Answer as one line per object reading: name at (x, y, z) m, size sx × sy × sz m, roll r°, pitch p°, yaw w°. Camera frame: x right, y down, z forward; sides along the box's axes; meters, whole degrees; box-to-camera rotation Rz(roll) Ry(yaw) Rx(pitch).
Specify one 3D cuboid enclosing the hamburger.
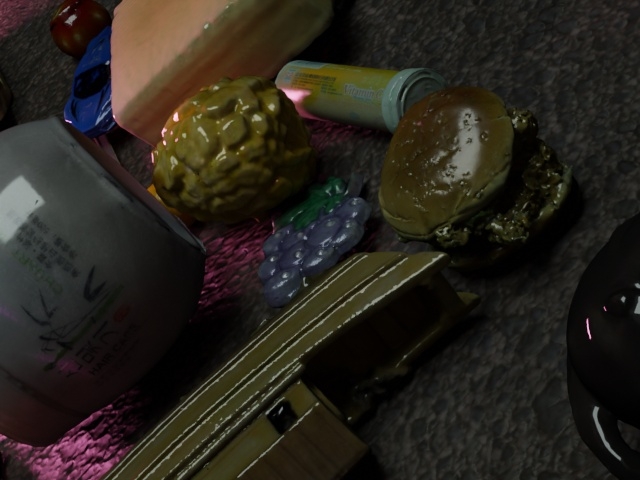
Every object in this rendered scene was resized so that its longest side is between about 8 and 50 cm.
hamburger at (0.131, -0.047, 1.301) m, size 0.159 × 0.131 × 0.185 m, roll -43°, pitch 39°, yaw 7°

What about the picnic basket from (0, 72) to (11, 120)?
picnic basket at (-0.579, -0.204, 2.122) m, size 0.228 × 0.175 × 0.313 m, roll -41°, pitch 31°, yaw 4°

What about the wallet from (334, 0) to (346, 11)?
wallet at (0.009, -0.363, 1.817) m, size 0.160 × 0.055 × 0.236 m, roll -6°, pitch 50°, yaw 49°

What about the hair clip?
hair clip at (0.000, 0.002, 1.461) m, size 0.124 × 0.052 × 0.195 m, roll -22°, pitch 32°, yaw 18°

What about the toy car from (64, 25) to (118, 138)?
toy car at (-0.270, -0.207, 1.900) m, size 0.103 × 0.063 × 0.216 m, roll -22°, pitch 34°, yaw 27°

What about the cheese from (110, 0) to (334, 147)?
cheese at (-0.118, -0.260, 1.736) m, size 0.265 × 0.124 × 0.242 m, roll -40°, pitch 32°, yaw 26°

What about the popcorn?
popcorn at (-0.090, -0.091, 1.541) m, size 0.180 × 0.170 × 0.180 m, roll 5°, pitch 29°, yaw -3°

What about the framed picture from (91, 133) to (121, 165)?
framed picture at (-0.307, -0.022, 1.799) m, size 0.197 × 0.014 × 0.252 m, roll -41°, pitch 35°, yaw 4°

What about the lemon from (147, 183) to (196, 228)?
lemon at (-0.164, -0.036, 1.636) m, size 0.083 × 0.062 × 0.062 m, roll -23°, pitch 40°, yaw 32°

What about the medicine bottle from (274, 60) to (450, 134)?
medicine bottle at (0.039, -0.148, 1.550) m, size 0.218 × 0.074 × 0.074 m, roll 16°, pitch 65°, yaw 53°

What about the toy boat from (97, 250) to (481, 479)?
toy boat at (-0.052, 0.173, 1.255) m, size 0.445 × 0.136 × 0.162 m, roll -44°, pitch 40°, yaw -3°

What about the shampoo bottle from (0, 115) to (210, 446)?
shampoo bottle at (-0.271, 0.041, 1.478) m, size 0.266 × 0.273 × 0.273 m, roll -49°, pitch 35°, yaw 2°

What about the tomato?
tomato at (-0.330, -0.294, 2.052) m, size 0.087 × 0.075 × 0.087 m, roll -30°, pitch 37°, yaw 25°

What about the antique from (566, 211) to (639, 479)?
antique at (0.301, 0.035, 1.007) m, size 0.322 × 0.185 × 0.255 m, roll -46°, pitch 36°, yaw 3°
